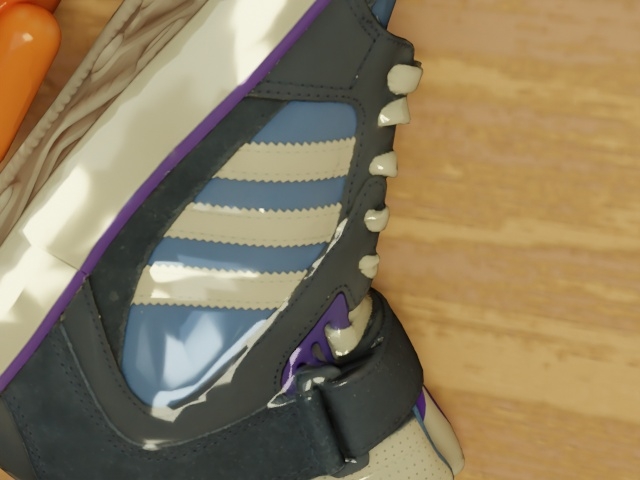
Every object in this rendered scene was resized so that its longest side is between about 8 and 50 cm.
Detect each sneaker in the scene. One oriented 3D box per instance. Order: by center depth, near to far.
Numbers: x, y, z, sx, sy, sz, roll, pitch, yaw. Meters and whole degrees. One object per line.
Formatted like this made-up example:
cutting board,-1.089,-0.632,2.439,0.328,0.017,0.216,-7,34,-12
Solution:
sneaker,0.000,0.000,0.521,0.236,0.130,0.323,38,93,-25

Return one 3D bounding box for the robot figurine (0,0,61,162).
robot figurine,-0.184,-0.118,0.532,0.158,0.128,0.219,32,116,-13
